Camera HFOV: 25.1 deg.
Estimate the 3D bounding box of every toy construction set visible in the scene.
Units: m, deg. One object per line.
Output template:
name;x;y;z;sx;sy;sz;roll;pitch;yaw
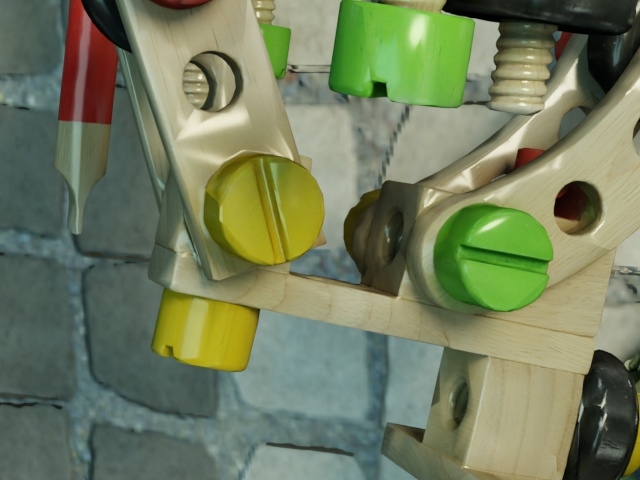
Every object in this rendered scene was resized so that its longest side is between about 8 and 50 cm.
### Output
toy construction set;0.000;0.000;0.544;0.309;0.257;0.237;15;100;46

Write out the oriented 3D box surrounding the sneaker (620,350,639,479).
sneaker;0.136;0.077;0.587;0.086;0.064;0.192;11;107;18
